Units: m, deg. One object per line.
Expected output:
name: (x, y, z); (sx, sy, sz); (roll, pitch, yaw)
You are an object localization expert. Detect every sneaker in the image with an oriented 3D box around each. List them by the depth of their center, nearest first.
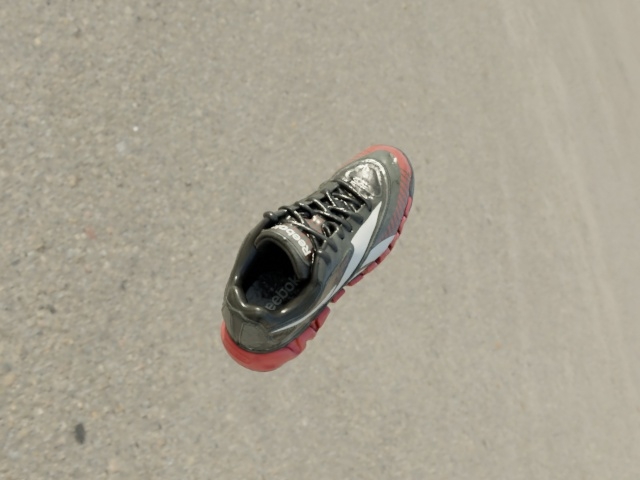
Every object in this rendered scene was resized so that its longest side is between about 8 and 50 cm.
sneaker: (0.000, 0.000, 0.930); (0.098, 0.276, 0.135); (35, -17, 19)
